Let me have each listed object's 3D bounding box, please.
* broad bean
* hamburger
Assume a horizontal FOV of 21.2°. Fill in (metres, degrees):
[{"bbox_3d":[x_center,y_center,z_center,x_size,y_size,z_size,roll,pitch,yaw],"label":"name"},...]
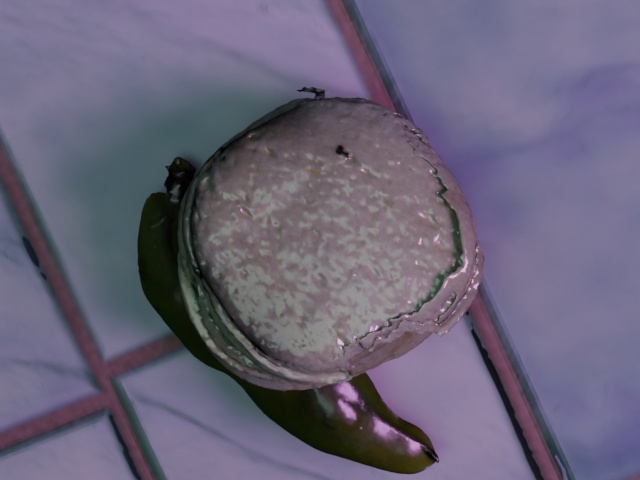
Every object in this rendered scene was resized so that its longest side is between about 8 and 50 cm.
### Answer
[{"bbox_3d":[-0.027,0.050,0.830,0.061,0.046,0.195,-42,85,11],"label":"broad bean"},{"bbox_3d":[0.000,0.000,0.781,0.140,0.062,0.133,-16,79,5],"label":"hamburger"}]
